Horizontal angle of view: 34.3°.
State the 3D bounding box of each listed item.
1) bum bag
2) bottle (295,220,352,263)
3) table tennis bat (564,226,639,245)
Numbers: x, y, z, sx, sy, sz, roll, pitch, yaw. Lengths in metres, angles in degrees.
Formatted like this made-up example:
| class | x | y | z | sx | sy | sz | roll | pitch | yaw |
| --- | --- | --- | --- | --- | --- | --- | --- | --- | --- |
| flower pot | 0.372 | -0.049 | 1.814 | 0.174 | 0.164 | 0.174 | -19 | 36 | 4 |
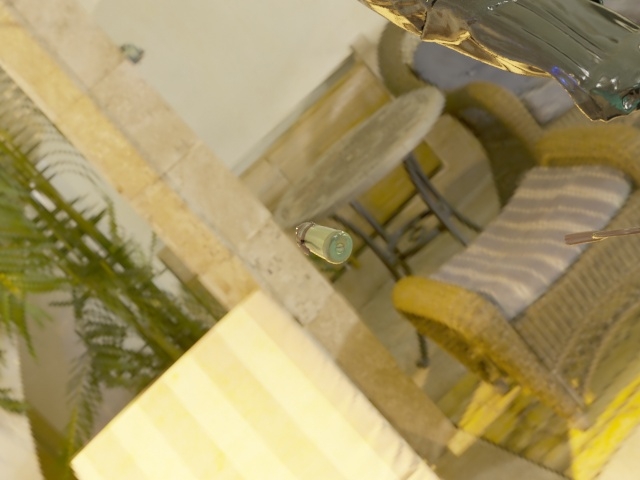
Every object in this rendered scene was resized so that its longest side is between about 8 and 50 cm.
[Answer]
| class | x | y | z | sx | sy | sz | roll | pitch | yaw |
| --- | --- | --- | --- | --- | --- | --- | --- | --- | --- |
| bum bag | 0.127 | -0.180 | 0.796 | 0.142 | 0.326 | 0.080 | -23 | -46 | -46 |
| bottle | 0.001 | 0.001 | 1.476 | 0.101 | 0.063 | 0.047 | 21 | 95 | 53 |
| table tennis bat | 0.461 | 0.039 | 1.611 | 0.107 | 0.119 | 0.169 | -4 | -3 | -40 |
